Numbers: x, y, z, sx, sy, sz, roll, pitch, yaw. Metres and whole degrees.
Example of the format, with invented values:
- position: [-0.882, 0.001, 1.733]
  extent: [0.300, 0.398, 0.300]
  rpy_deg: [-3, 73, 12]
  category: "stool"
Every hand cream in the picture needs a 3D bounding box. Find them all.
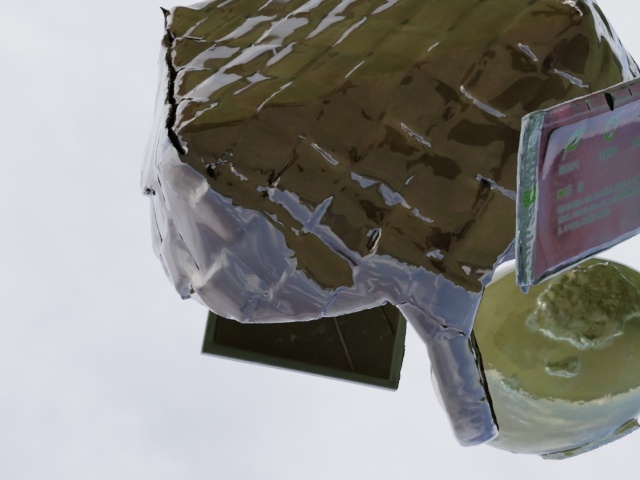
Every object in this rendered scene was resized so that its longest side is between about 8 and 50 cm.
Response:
- position: [0.177, -0.047, 0.962]
  extent: [0.275, 0.050, 0.079]
  rpy_deg: [-20, -89, -47]
  category: "hand cream"

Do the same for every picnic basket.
- position: [0.063, -0.016, 1.246]
  extent: [0.337, 0.337, 0.293]
  rpy_deg: [21, -155, -16]
  category: "picnic basket"

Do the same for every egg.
- position: [0.186, 0.088, 1.508]
  extent: [0.201, 0.164, 0.164]
  rpy_deg: [-17, -135, 6]
  category: "egg"

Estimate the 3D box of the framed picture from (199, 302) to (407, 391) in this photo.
- position: [0.000, 0.000, 1.711]
  extent: [0.184, 0.016, 0.250]
  rpy_deg: [11, -107, -9]
  category: "framed picture"
